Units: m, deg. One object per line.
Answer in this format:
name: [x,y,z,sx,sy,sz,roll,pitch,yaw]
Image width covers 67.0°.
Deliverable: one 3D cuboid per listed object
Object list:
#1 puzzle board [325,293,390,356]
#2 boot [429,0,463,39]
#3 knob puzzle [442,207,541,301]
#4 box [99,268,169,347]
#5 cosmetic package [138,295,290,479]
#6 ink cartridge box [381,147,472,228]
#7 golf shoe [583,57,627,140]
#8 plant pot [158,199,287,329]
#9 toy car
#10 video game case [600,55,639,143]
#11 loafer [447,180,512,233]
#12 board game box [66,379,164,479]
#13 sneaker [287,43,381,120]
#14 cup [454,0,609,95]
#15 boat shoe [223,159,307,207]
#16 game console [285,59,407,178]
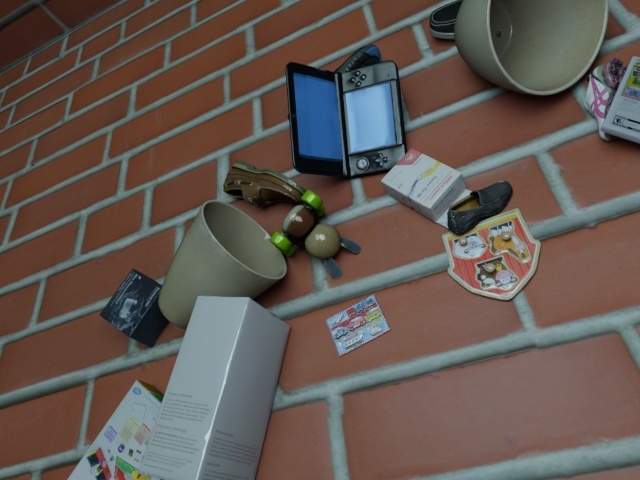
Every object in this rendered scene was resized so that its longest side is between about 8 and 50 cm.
puzzle board: [0.080,0.186,1.070,0.128,0.011,0.096,-30,51,9]
boot: [0.444,-0.691,1.241,0.377,0.284,0.138,-4,60,26]
knob puzzle: [0.357,0.035,1.003,0.213,0.030,0.213,-13,56,20]
box: [-0.490,0.182,1.329,0.158,0.093,0.156,21,72,35]
cosmetic package: [-0.204,0.319,1.023,0.155,0.197,0.366,-4,58,28]
ink cartridge box: [0.255,-0.123,1.131,0.115,0.067,0.198,-48,51,-6]
golf shoe: [0.621,-0.296,1.055,0.086,0.067,0.186,151,131,-66]
plant pot: [-0.269,0.085,1.194,0.274,0.256,0.256,-44,49,17]
toy car: [0.000,0.000,1.182,0.188,0.149,0.155,36,85,10]
video game case: [0.702,-0.262,0.966,0.212,0.023,0.193,25,74,19]
loafer: [0.348,-0.084,1.051,0.170,0.061,0.062,-36,43,-11]
board game box: [-0.436,0.520,1.106,0.242,0.064,0.316,24,75,37]
sneaker: [0.039,-0.449,1.415,0.341,0.125,0.139,-48,49,-7]
cup: [0.454,-0.511,1.139,0.331,0.331,0.237,-46,24,-4]
boat shoe: [-0.160,-0.137,1.349,0.307,0.110,0.104,21,76,46]
game console: [0.068,-0.318,1.224,0.250,0.173,0.293,-8,83,24]
